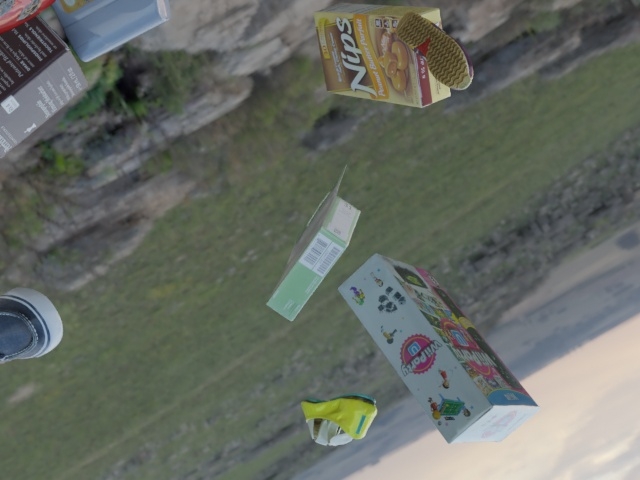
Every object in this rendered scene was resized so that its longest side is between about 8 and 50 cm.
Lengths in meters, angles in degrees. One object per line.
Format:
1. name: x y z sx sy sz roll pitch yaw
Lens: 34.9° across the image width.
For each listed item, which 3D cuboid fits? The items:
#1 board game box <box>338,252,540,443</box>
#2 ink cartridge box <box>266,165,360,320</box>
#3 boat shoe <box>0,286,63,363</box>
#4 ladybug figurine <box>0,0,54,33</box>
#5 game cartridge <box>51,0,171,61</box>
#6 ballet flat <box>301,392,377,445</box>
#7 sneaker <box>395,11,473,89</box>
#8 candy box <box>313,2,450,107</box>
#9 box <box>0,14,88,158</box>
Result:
1. board game box: 0.188 0.174 1.611 0.097 0.303 0.224 -44 153 16
2. ink cartridge box: 0.000 0.000 1.622 0.171 0.056 0.235 -55 -175 29
3. boat shoe: -0.309 0.092 0.903 0.183 0.065 0.083 -11 -164 41
4. ladybug figurine: -0.448 -0.399 1.325 0.449 0.161 0.305 -42 145 -67
5. game cartridge: -0.367 -0.462 1.637 0.198 0.297 0.062 -21 -172 27
6. ballet flat: 0.019 0.288 1.624 0.077 0.077 0.231 19 163 -18
7. sneaker: 0.204 -0.307 1.672 0.084 0.185 0.069 15 123 -48
8. candy box: 0.123 -0.389 2.113 0.087 0.183 0.316 -24 -154 -31
9. box: -0.525 -0.279 1.684 0.203 0.167 0.168 -43 172 -9
